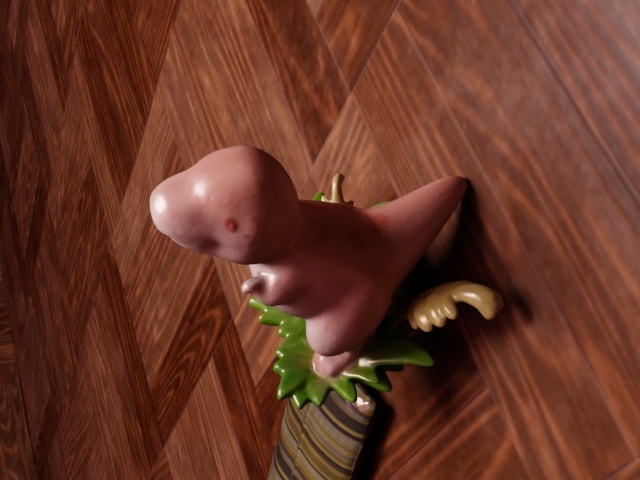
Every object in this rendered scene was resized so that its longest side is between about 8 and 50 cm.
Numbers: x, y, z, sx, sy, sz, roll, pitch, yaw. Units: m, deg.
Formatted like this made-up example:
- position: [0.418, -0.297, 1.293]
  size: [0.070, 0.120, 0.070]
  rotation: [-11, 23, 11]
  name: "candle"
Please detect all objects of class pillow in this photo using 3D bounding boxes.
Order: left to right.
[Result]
- position: [-0.004, 0.177, 0.722]
  size: [0.113, 0.038, 0.203]
  rotation: [49, 135, 48]
  name: "pillow"

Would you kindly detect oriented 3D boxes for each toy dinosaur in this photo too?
- position: [0.000, -0.006, 0.538]
  size: [0.177, 0.194, 0.152]
  rotation: [93, 171, -50]
  name: "toy dinosaur"
